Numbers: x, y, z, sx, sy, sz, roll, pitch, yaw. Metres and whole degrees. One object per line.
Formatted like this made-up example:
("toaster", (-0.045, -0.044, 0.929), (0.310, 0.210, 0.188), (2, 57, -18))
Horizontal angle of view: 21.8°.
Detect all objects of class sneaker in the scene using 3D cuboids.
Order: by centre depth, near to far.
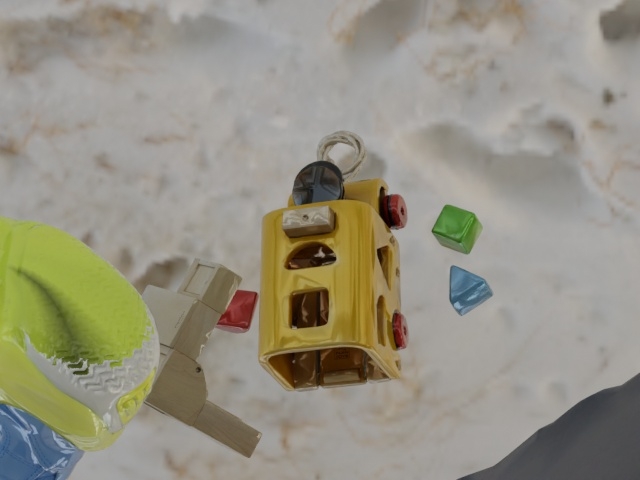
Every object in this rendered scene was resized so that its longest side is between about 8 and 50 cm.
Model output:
("sneaker", (-0.177, 0.017, 0.666), (0.240, 0.091, 0.126), (40, 131, 15))

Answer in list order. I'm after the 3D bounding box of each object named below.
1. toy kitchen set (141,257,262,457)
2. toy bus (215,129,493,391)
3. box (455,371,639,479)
("toy kitchen set", (-0.063, 0.062, 0.920), (0.075, 0.083, 0.068), (33, 169, -27))
("toy bus", (0.005, 0.010, 1.224), (0.202, 0.191, 0.104), (38, 173, 30))
("box", (0.165, 0.309, 0.279), (0.297, 0.472, 0.480), (-37, 99, 29))
